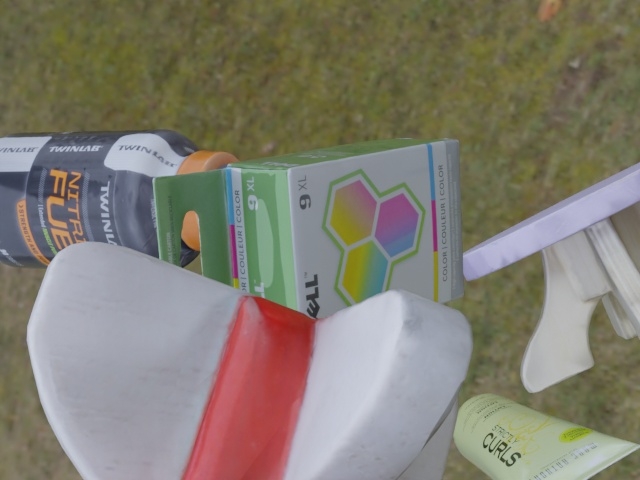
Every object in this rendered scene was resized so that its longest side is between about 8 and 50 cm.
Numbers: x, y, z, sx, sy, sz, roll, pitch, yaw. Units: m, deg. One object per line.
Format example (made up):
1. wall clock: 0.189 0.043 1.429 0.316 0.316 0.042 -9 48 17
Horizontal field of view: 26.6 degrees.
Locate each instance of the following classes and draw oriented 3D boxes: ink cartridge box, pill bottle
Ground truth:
1. ink cartridge box: 0.000 0.000 0.849 0.062 0.209 0.109 7 104 46
2. pill bottle: -0.187 -0.036 1.232 0.246 0.130 0.130 1 77 30

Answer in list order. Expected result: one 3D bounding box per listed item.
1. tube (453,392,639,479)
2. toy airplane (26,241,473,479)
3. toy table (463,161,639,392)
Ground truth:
1. tube: 0.156 0.156 1.004 0.240 0.062 0.070 -171 101 -82
2. toy airplane: -0.072 0.186 0.402 0.384 0.272 0.386 -114 30 -51
3. toy table: 0.290 0.025 1.326 0.274 0.252 0.161 -26 89 15
